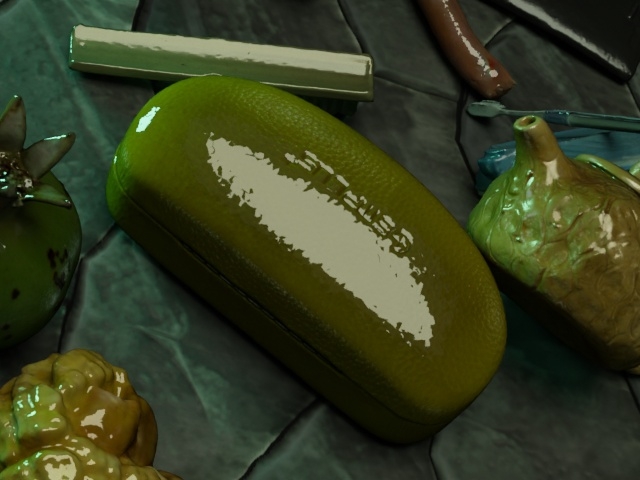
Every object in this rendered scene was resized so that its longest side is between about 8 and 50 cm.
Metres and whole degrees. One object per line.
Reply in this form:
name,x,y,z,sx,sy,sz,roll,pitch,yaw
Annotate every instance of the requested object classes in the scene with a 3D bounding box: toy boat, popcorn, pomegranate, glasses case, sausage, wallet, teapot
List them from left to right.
pomegranate,-0.261,-0.015,1.295,0.181,0.224,0.181,16,49,-20
popcorn,-0.185,0.187,1.261,0.163,0.140,0.194,-32,86,-42
glasses case,0.000,0.000,1.442,0.371,0.141,0.173,39,53,4
sausage,0.133,-0.216,1.688,0.047,0.040,0.177,-13,66,-35
wallet,0.237,-0.267,1.772,0.244,0.025,0.124,32,54,-2
toy boat,0.246,-0.055,1.624,0.215,0.088,0.102,-13,101,-30
teapot,0.249,0.005,1.490,0.167,0.203,0.311,-50,124,-6

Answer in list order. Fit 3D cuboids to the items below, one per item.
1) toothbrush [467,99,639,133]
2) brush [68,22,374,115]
toothbrush,0.234,-0.115,1.599,0.219,0.016,0.019,10,21,37
brush,-0.090,-0.157,1.562,0.282,0.048,0.054,6,56,-10
